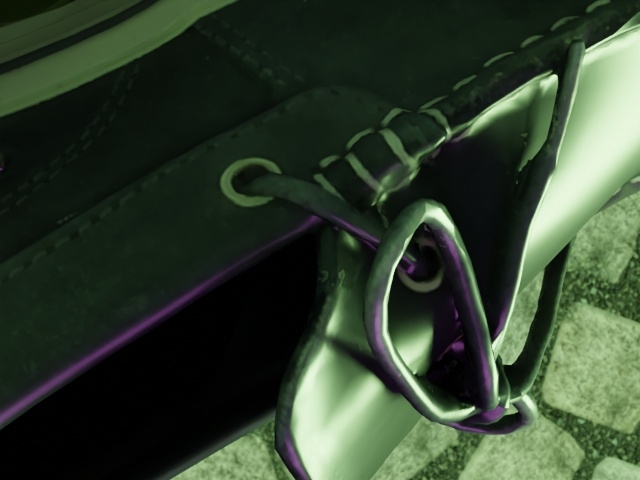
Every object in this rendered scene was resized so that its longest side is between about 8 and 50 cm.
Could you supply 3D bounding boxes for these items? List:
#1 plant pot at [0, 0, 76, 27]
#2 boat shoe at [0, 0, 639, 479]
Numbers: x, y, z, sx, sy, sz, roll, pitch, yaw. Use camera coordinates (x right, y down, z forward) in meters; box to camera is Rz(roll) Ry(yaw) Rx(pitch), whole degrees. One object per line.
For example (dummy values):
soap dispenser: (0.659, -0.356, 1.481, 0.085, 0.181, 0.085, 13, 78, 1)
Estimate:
plant pot: (-0.098, -0.100, 0.522, 0.083, 0.083, 0.079, -11, 168, 17)
boat shoe: (0.000, 0.000, 0.515, 0.500, 0.156, 0.187, -23, 158, -5)
